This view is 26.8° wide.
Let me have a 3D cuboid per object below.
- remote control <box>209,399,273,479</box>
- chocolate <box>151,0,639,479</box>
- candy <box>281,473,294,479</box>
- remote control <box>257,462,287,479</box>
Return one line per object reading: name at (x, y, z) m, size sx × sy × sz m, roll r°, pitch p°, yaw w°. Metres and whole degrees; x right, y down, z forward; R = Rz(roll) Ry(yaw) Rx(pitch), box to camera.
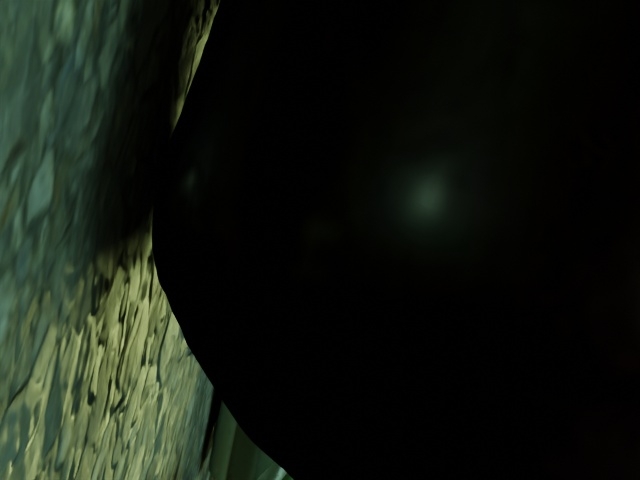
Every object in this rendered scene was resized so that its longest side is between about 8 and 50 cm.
remote control at (-0.032, 0.081, 1.177) m, size 0.335 × 0.066 × 0.128 m, roll -71°, pitch 176°, yaw -65°
chocolate at (0.086, -0.042, 0.587) m, size 0.331 × 0.384 × 0.383 m, roll -61°, pitch 171°, yaw -22°
candy at (0.013, 0.165, 1.158) m, size 0.440 × 0.119 × 0.119 m, roll -51°, pitch 161°, yaw -37°
remote control at (-0.022, 0.152, 1.255) m, size 0.309 × 0.038 × 0.090 m, roll -61°, pitch -172°, yaw -34°
